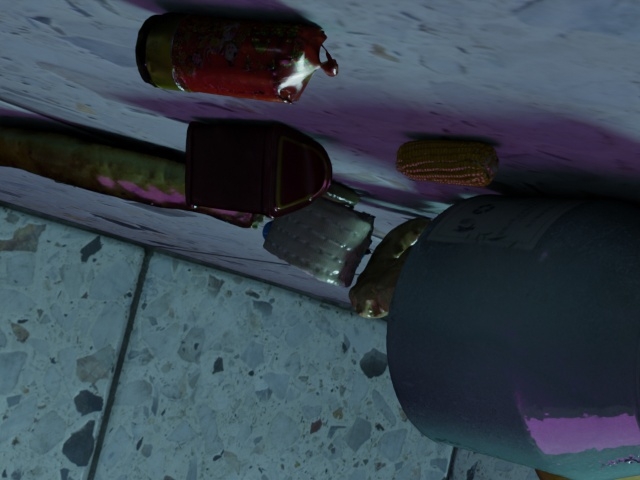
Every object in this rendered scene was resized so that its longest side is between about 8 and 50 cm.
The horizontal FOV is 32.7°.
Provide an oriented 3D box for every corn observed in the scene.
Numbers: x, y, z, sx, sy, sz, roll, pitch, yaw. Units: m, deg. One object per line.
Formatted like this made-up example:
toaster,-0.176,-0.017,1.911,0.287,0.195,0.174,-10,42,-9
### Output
corn,0.099,-0.062,0.860,0.092,0.037,0.037,7,171,39

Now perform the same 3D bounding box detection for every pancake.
pancake,-0.258,-0.078,1.365,0.426,0.067,0.305,12,175,0

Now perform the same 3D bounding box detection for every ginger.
ginger,0.107,0.029,1.167,0.065,0.149,0.258,41,170,-11

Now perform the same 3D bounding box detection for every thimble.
thimble,-0.002,-0.008,1.246,0.115,0.090,0.102,26,-177,25

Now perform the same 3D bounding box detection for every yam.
yam,-0.001,-0.059,1.171,0.021,0.021,0.116,8,172,45

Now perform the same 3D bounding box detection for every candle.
candle,-0.048,-0.112,0.673,0.130,0.052,0.052,10,173,26

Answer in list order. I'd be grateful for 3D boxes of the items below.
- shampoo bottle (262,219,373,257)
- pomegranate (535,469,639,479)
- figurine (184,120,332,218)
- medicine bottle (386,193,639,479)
shampoo bottle,0.000,0.000,1.551,0.087,0.050,0.183,22,171,-37
pomegranate,0.394,0.185,1.319,0.332,0.333,0.332,14,174,2
figurine,-0.045,-0.064,1.012,0.154,0.083,0.098,8,-175,40
medicine bottle,0.237,0.087,0.920,0.245,0.245,0.290,19,173,-39
